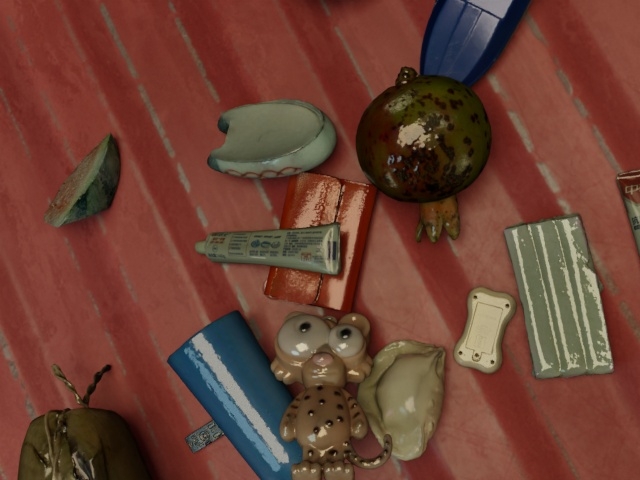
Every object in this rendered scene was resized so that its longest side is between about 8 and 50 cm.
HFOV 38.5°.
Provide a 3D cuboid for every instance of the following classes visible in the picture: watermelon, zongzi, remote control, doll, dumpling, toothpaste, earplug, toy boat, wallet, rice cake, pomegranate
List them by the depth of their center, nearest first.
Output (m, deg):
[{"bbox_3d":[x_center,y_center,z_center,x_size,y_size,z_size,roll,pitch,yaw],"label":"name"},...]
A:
[{"bbox_3d":[0.011,0.217,1.301,0.154,0.119,0.278,-8,48,-2],"label":"doll"},{"bbox_3d":[0.478,0.013,1.310,0.062,0.039,0.239,-12,79,18],"label":"toothpaste"},{"bbox_3d":[0.347,0.081,1.326,0.127,0.043,0.237,-10,82,12],"label":"rice cake"},{"bbox_3d":[0.110,0.229,1.336,0.134,0.100,0.169,2,82,25],"label":"dumpling"},{"bbox_3d":[0.144,-0.122,1.337,0.198,0.198,0.246,18,128,14],"label":"pomegranate"},{"bbox_3d":[-0.445,0.474,1.342,0.466,0.218,0.500,-27,82,-1],"label":"zongzi"},{"bbox_3d":[0.242,0.132,1.348,0.074,0.032,0.122,16,88,18],"label":"remote control"},{"bbox_3d":[-0.098,0.252,1.367,0.132,0.132,0.273,-38,81,6],"label":"earplug"},{"bbox_3d":[0.232,-0.336,1.383,0.129,0.088,0.295,30,101,13],"label":"toy boat"},{"bbox_3d":[-0.084,0.010,1.392,0.268,0.047,0.069,0,59,33],"label":"toothpaste"},{"bbox_3d":[0.000,0.000,1.409,0.142,0.045,0.205,11,86,15],"label":"wallet"},{"bbox_3d":[-0.072,-0.150,1.424,0.207,0.079,0.134,-3,52,19],"label":"toy boat"},{"bbox_3d":[-0.167,0.297,1.428,0.091,0.016,0.034,-33,84,7],"label":"remote control"},{"bbox_3d":[-0.380,-0.091,1.494,0.094,0.081,0.180,30,75,30],"label":"watermelon"}]
